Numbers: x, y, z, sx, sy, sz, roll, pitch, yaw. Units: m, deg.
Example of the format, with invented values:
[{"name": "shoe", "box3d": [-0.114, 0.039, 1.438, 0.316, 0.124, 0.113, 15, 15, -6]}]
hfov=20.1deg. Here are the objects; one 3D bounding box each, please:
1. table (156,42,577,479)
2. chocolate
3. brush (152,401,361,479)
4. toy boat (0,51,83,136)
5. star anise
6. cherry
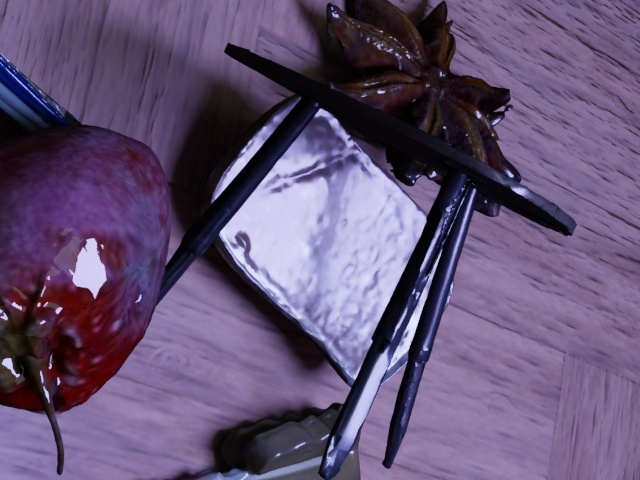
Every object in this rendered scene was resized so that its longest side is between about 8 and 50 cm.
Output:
[{"name": "table", "box3d": [0.025, 0.036, 1.377, 0.317, 0.317, 0.249, 26, 92, -42]}, {"name": "chocolate", "box3d": [-0.002, 0.001, 1.565, 0.254, 0.080, 0.157, 47, 73, -26]}, {"name": "brush", "box3d": [-0.080, 0.198, 1.487, 0.301, 0.071, 0.084, -8, 96, -40]}, {"name": "toy boat", "box3d": [-0.258, -0.140, 1.328, 0.046, 0.080, 0.229, -45, 125, 2]}, {"name": "star anise", "box3d": [0.078, -0.124, 1.653, 0.272, 0.102, 0.272, 29, 41, -29]}, {"name": "cherry", "box3d": [-0.191, 0.011, 1.304, 0.249, 0.175, 0.192, -56, 134, -34]}]
